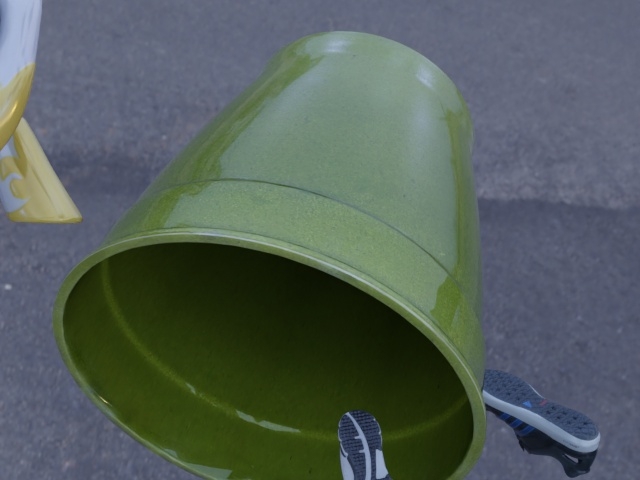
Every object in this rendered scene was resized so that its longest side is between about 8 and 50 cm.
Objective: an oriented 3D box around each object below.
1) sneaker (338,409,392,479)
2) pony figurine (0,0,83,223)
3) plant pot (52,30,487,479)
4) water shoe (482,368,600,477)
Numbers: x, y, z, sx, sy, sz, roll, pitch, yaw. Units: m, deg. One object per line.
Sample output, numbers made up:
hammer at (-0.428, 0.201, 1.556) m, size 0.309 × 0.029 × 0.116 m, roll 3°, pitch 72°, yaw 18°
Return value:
sneaker at (0.037, 0.184, 0.783) m, size 0.040 × 0.043 × 0.109 m, roll -5°, pitch 61°, yaw -3°
pony figurine at (-0.318, -0.195, 0.686) m, size 0.351 × 0.363 × 0.303 m, roll 1°, pitch 3°, yaw 5°
plant pot at (0.000, 0.000, 0.963) m, size 0.367 × 0.366 × 0.353 m, roll 22°, pitch 50°, yaw -1°
water shoe at (0.267, 0.241, 1.366) m, size 0.073 × 0.080 × 0.203 m, roll -16°, pitch 32°, yaw -39°
